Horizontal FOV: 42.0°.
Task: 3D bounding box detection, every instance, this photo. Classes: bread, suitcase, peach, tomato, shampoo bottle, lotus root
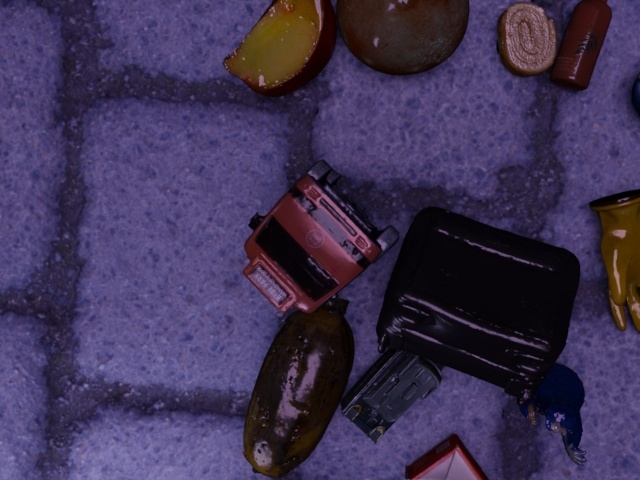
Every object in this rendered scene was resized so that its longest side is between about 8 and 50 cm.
[{"bbox_3d":[0.428,-0.414,1.725,0.122,0.073,0.149,-4,92,-2],"label":"bread"},{"bbox_3d":[0.307,0.105,1.617,0.345,0.188,0.339,19,47,9],"label":"suitcase"},{"bbox_3d":[-0.047,-0.409,1.696,0.159,0.154,0.267,42,111,5],"label":"peach"},{"bbox_3d":[0.165,-0.467,1.663,0.270,0.222,0.270,0,91,7],"label":"tomato"},{"bbox_3d":[0.545,-0.433,1.708,0.085,0.085,0.244,17,92,3],"label":"shampoo bottle"},{"bbox_3d":[-0.040,0.297,1.691,0.179,0.196,0.397,20,90,-3],"label":"lotus root"}]

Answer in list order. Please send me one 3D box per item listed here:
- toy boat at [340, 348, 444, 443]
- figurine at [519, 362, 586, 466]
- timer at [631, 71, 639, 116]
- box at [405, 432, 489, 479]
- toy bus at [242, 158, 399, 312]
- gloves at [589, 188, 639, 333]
[{"bbox_3d":[0.174,0.279,1.713,0.296,0.122,0.114,-45,112,0],"label":"toy boat"},{"bbox_3d":[0.460,0.309,1.633,0.164,0.262,0.121,43,102,-12],"label":"figurine"},{"bbox_3d":[0.757,-0.198,1.636,0.270,0.270,0.383,-34,74,3],"label":"timer"},{"bbox_3d":[0.278,0.510,1.719,0.133,0.099,0.182,-38,89,6],"label":"box"},{"bbox_3d":[0.000,0.000,1.573,0.233,0.427,0.203,-45,87,6],"label":"toy bus"},{"bbox_3d":[0.642,0.050,1.701,0.133,0.116,0.294,-14,96,11],"label":"gloves"}]
